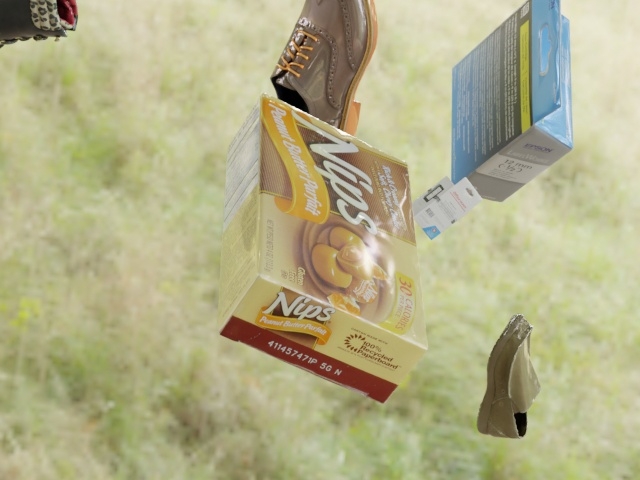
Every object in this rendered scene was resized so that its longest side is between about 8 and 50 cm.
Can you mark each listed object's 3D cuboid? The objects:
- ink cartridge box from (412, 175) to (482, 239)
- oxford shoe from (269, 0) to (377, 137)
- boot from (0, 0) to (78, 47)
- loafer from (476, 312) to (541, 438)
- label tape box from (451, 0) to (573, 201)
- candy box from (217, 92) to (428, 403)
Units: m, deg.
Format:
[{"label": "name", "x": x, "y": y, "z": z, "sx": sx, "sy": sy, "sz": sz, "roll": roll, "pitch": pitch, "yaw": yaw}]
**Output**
[{"label": "ink cartridge box", "x": 0.157, "y": -0.046, "z": 1.974, "sx": 0.048, "sy": 0.083, "sz": 0.028, "roll": 49, "pitch": 6, "yaw": -35}, {"label": "oxford shoe", "x": -0.002, "y": -0.293, "z": 2.489, "sx": 0.133, "sy": 0.363, "sz": 0.130, "roll": -16, "pitch": 31, "yaw": -39}, {"label": "boot", "x": -0.398, "y": -0.257, "z": 1.986, "sx": 0.179, "sy": 0.236, "sz": 0.085, "roll": 6, "pitch": 41, "yaw": 10}, {"label": "loafer", "x": 0.187, "y": 0.132, "z": 1.494, "sx": 0.050, "sy": 0.148, "sz": 0.056, "roll": 21, "pitch": 43, "yaw": 17}, {"label": "label tape box", "x": 0.343, "y": -0.245, "z": 2.596, "sx": 0.115, "sy": 0.249, "sz": 0.348, "roll": 13, "pitch": -26, "yaw": -23}, {"label": "candy box", "x": 0.000, "y": 0.000, "z": 1.549, "sx": 0.183, "sy": 0.087, "sz": 0.316, "roll": 25, "pitch": 31, "yaw": -18}]
